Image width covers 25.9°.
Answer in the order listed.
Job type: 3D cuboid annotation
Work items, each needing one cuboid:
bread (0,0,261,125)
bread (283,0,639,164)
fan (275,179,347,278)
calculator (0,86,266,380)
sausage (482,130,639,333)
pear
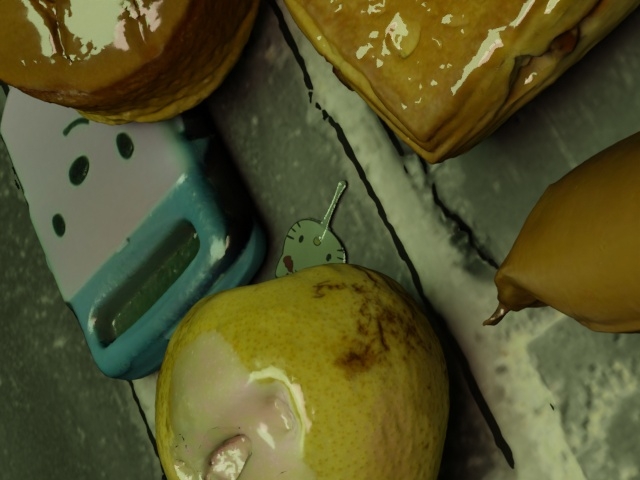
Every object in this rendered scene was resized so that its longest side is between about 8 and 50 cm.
[{"bbox_3d":[-0.135,-0.208,0.899,0.195,0.142,0.270,-4,70,24],"label":"bread"},{"bbox_3d":[0.090,-0.177,0.765,0.235,0.099,0.210,-51,58,18],"label":"bread"},{"bbox_3d":[0.000,0.000,0.882,0.056,0.004,0.083,35,107,38],"label":"fan"},{"bbox_3d":[-0.139,-0.037,0.978,0.173,0.051,0.293,-44,59,28],"label":"calculator"},{"bbox_3d":[0.181,-0.009,0.635,0.328,0.112,0.112,-19,72,55],"label":"sausage"},{"bbox_3d":[-0.008,0.100,0.770,0.178,0.178,0.178,-5,82,41],"label":"pear"}]
